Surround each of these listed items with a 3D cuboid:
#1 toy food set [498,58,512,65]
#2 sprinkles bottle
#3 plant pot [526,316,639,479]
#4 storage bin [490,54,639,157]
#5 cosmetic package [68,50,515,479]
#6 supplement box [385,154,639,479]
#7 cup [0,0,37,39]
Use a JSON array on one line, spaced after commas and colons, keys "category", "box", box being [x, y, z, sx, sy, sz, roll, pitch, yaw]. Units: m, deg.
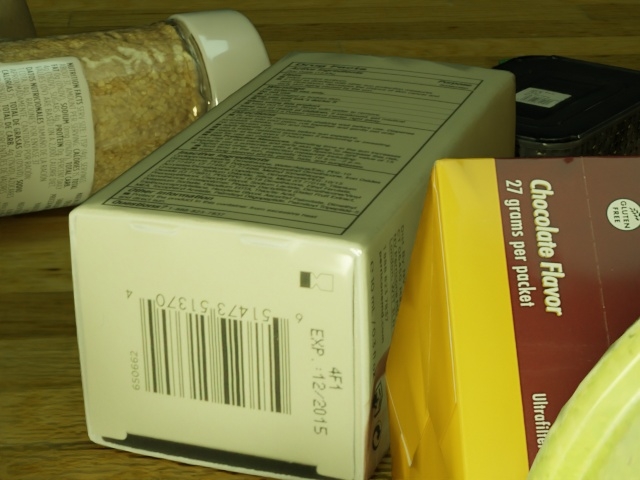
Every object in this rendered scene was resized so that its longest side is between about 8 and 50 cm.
[{"category": "toy food set", "box": [0.189, -0.135, 1.372, 0.082, 0.020, 0.083, -8, 24, -21]}, {"category": "sprinkles bottle", "box": [-0.209, -0.073, 1.077, 0.355, 0.121, 0.121, -10, 24, -24]}, {"category": "plant pot", "box": [0.200, 0.156, 0.381, 0.276, 0.276, 0.254, -1, 34, -5]}, {"category": "storage bin", "box": [0.146, -0.058, 1.098, 0.122, 0.084, 0.180, 15, 25, 32]}, {"category": "cosmetic package", "box": [0.000, 0.000, 0.890, 0.153, 0.129, 0.296, 7, 23, 19]}, {"category": "supplement box", "box": [0.131, 0.068, 0.593, 0.194, 0.191, 0.129, -1, 64, -4]}, {"category": "cup", "box": [-0.372, -0.198, 1.232, 0.331, 0.237, 0.331, 0, 22, 0]}]
